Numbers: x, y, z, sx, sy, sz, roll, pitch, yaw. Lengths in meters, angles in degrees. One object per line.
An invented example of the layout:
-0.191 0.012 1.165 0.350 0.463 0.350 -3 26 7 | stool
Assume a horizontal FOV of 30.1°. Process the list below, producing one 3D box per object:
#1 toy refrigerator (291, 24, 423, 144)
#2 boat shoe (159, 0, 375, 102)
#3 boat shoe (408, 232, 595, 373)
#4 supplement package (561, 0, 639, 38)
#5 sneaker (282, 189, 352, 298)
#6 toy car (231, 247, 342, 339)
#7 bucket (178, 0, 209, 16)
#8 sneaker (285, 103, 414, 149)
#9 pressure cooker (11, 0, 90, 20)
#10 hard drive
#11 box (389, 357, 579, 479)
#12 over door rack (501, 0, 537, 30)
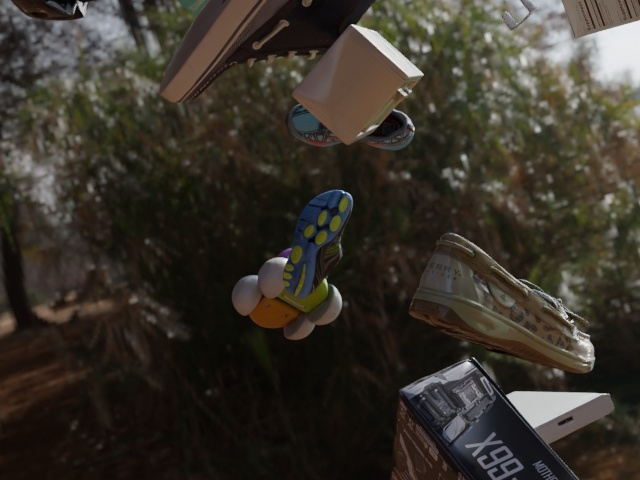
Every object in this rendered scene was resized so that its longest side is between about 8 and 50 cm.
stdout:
0.053 -0.181 1.395 0.102 0.094 0.269 -48 -1 11 | toy refrigerator
-0.068 -0.265 1.544 0.340 0.158 0.127 -41 28 41 | boat shoe
0.202 0.072 1.215 0.104 0.089 0.285 10 -9 40 | boat shoe
0.428 -0.379 1.535 0.203 0.149 0.194 -10 19 39 | supplement package
0.000 0.000 1.779 0.078 0.067 0.188 -26 -36 -53 | sneaker
-0.054 0.080 2.099 0.182 0.159 0.136 -34 34 44 | toy car
-0.172 -0.557 2.282 0.183 0.281 0.281 -31 -6 35 | bucket
0.060 -0.245 2.386 0.262 0.104 0.125 3 -5 1 | sneaker
-0.399 -0.536 1.689 0.370 0.420 0.375 26 -34 -30 | pressure cooker
0.370 0.332 2.192 0.203 0.040 0.307 -21 2 -22 | hard drive
0.162 0.282 0.917 0.076 0.242 0.307 -20 46 -22 | box
0.320 -0.529 1.840 0.239 0.324 0.108 -40 19 -35 | over door rack
